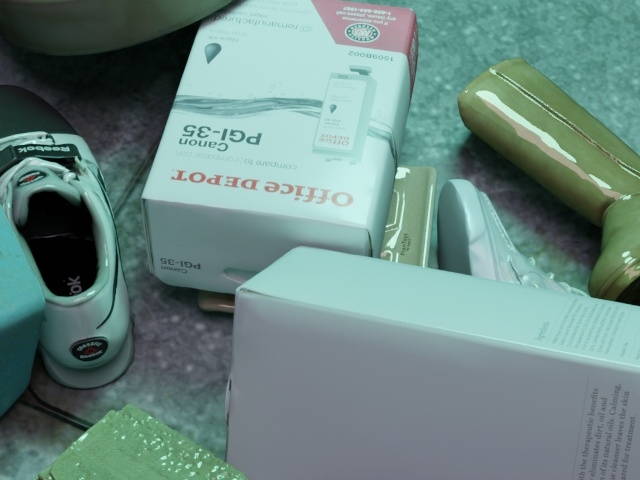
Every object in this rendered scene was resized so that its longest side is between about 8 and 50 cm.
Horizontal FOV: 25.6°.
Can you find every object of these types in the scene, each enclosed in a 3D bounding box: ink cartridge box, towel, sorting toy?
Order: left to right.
[{"bbox_3d":[-0.135,0.187,1.081,0.148,0.027,0.110,23,44,28],"label":"towel"},{"bbox_3d":[-0.030,-0.091,1.304,0.207,0.117,0.283,8,51,6],"label":"ink cartridge box"},{"bbox_3d":[0.000,0.000,1.342,0.208,0.038,0.193,6,56,5],"label":"sorting toy"}]

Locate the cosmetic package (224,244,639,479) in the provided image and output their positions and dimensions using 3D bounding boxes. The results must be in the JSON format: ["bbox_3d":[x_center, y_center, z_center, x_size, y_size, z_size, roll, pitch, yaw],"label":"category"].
[{"bbox_3d":[0.119,0.138,1.102,0.366,0.197,0.155,12,18,17],"label":"cosmetic package"}]

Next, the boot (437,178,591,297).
[{"bbox_3d":[0.192,0.058,1.297,0.123,0.095,0.258,-6,67,-16],"label":"boot"}]

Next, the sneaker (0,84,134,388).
[{"bbox_3d":[-0.247,-0.041,1.282,0.122,0.146,0.330,-20,60,-15],"label":"sneaker"}]

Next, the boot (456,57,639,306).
[{"bbox_3d":[0.231,-0.055,1.340,0.269,0.089,0.236,42,32,18],"label":"boot"}]

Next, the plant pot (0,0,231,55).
[{"bbox_3d":[-0.217,-0.380,1.350,0.323,0.280,0.323,-12,39,10],"label":"plant pot"}]

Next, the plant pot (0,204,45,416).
[{"bbox_3d":[-0.372,0.065,1.156,0.252,0.247,0.248,-15,59,-30],"label":"plant pot"}]
